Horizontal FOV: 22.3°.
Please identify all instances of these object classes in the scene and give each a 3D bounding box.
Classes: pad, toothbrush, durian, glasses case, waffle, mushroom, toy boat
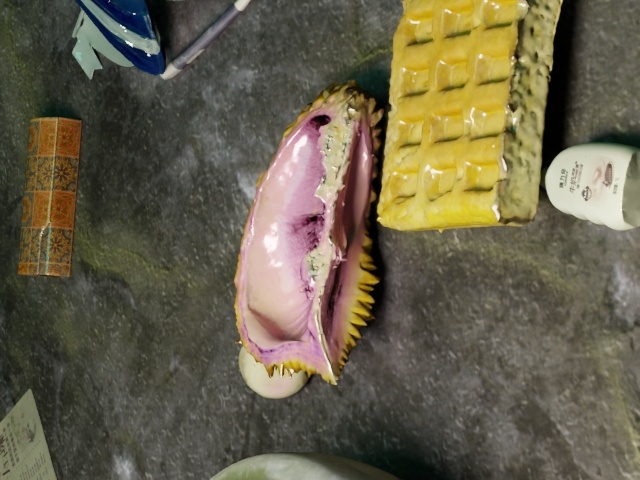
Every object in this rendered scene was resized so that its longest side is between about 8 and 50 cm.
[{"bbox_3d":[-0.411,0.355,2.262,0.159,0.009,0.265,-47,52,35],"label":"pad"},{"bbox_3d":[-0.111,-0.272,1.980,0.288,0.024,0.026,-36,73,40],"label":"toothbrush"},{"bbox_3d":[-0.001,-0.001,1.748,0.191,0.112,0.341,-19,62,57],"label":"durian"},{"bbox_3d":[-0.377,-0.060,2.248,0.075,0.049,0.218,0,85,51],"label":"glasses case"},{"bbox_3d":[0.142,-0.132,1.604,0.221,0.055,0.248,0,83,61],"label":"waffle"},{"bbox_3d":[-0.050,0.136,1.811,0.083,0.067,0.083,2,105,9],"label":"mushroom"},{"bbox_3d":[-0.299,-0.303,2.100,0.291,0.070,0.210,11,134,60],"label":"toy boat"}]

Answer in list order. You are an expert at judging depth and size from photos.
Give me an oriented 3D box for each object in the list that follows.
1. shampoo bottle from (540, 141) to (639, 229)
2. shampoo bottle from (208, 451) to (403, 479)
[{"bbox_3d":[0.241,-0.056,1.506,0.152,0.045,0.077,15,99,55],"label":"shampoo bottle"},{"bbox_3d":[-0.012,0.364,1.553,0.322,0.317,0.322,-6,80,39],"label":"shampoo bottle"}]
